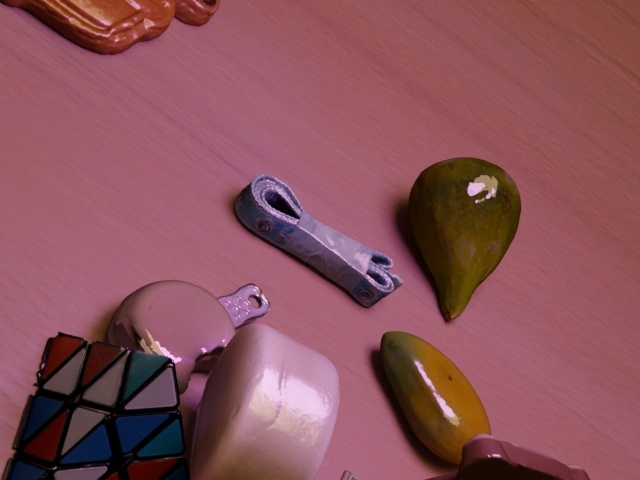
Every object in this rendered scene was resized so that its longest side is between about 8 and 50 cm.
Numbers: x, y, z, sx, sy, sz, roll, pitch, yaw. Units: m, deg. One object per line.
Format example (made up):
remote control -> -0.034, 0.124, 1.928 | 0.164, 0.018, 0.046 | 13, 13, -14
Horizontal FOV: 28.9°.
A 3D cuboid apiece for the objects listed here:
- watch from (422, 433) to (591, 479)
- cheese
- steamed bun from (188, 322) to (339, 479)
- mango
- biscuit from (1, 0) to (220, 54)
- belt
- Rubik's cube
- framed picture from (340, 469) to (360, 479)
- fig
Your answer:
watch -> 0.202, 0.469, 1.567 | 0.314, 0.335, 0.327 | 23, 36, -26
cheese -> -0.168, 0.120, 1.748 | 0.286, 0.082, 0.163 | -19, 72, -49
steamed bun -> -0.068, 0.214, 1.581 | 0.146, 0.164, 0.242 | 29, 35, -16
mango -> 0.183, 0.242, 1.950 | 0.137, 0.091, 0.238 | -2, 59, -49
biscuit -> -0.372, -0.477, 2.078 | 0.350, 0.078, 0.455 | 48, 40, 7
belt -> 0.000, 0.000, 2.000 | 0.302, 0.072, 0.087 | 34, 44, -15
Rubik's cube -> -0.293, 0.284, 1.523 | 0.234, 0.284, 0.250 | -41, 122, -31
framed picture -> 0.106, 0.476, 1.745 | 0.273, 0.016, 0.216 | 40, 40, -8
fig -> 0.247, 0.002, 2.146 | 0.206, 0.206, 0.275 | 14, 71, -33
